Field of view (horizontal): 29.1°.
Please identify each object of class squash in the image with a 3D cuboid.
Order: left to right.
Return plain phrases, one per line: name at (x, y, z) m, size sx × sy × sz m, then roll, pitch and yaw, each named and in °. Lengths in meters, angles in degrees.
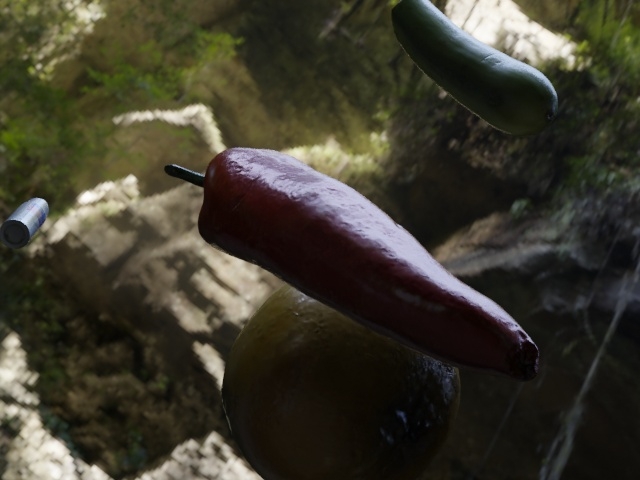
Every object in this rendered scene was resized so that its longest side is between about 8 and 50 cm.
squash at (0.179, -0.202, 1.448) m, size 0.250 × 0.083 × 0.083 m, roll 43°, pitch -33°, yaw 35°

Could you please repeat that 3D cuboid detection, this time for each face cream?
face cream at (-0.325, -0.023, 1.366) m, size 0.034 × 0.130 × 0.034 m, roll 0°, pitch -75°, yaw -1°

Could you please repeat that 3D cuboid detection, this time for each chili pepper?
chili pepper at (0.000, 0.000, 0.617) m, size 0.272 × 0.071 × 0.063 m, roll 29°, pitch -64°, yaw 45°

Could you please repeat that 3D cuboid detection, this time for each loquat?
loquat at (0.027, 0.158, 1.330) m, size 0.263 × 0.263 × 0.263 m, roll 19°, pitch -44°, yaw 19°
